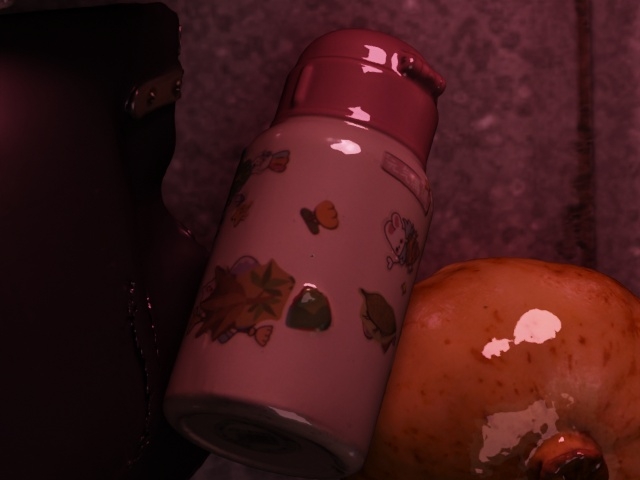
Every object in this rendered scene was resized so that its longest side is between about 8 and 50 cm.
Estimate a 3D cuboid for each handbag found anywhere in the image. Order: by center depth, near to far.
[{"bbox_3d":[-0.160,0.026,1.095,0.288,0.152,0.342,-30,117,-42],"label":"handbag"}]

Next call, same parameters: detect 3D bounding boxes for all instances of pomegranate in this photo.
[{"bbox_3d":[0.118,0.115,1.176,0.215,0.215,0.215,-3,108,-10],"label":"pomegranate"}]

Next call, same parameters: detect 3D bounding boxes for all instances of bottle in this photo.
[{"bbox_3d":[0.000,0.000,1.121,0.120,0.120,0.253,24,67,-17],"label":"bottle"}]

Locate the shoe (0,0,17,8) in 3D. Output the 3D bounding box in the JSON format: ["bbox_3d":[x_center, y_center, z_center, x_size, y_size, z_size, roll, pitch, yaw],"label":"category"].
[{"bbox_3d":[-0.083,-0.261,1.031,0.351,0.172,0.198,-23,101,9],"label":"shoe"}]
